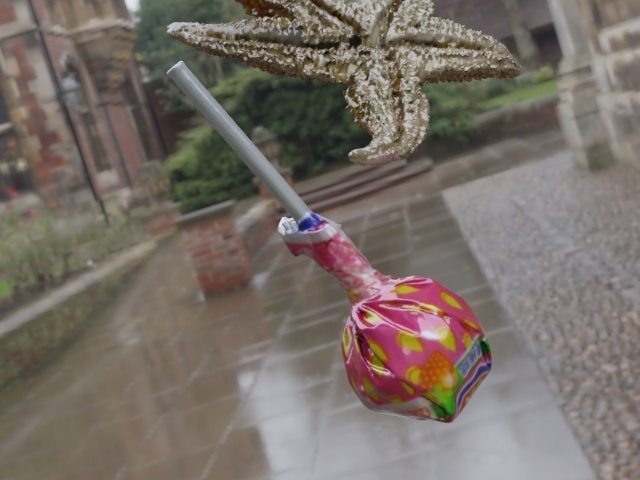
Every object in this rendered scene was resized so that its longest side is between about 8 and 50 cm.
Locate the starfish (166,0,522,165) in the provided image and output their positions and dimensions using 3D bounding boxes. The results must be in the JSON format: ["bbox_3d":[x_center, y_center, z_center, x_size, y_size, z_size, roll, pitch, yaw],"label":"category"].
[{"bbox_3d":[0.022,-0.115,0.707,0.227,0.043,0.240,10,37,-8],"label":"starfish"}]

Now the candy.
[{"bbox_3d":[0.000,0.000,0.955,0.124,0.365,0.124,-40,9,8],"label":"candy"}]
